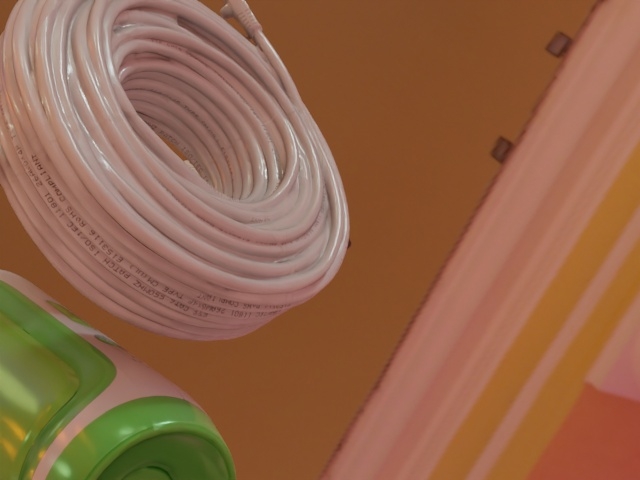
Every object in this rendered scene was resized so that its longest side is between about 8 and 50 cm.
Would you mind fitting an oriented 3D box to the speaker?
[{"bbox_3d":[-0.179,0.110,0.686,0.131,0.296,0.131,-15,-65,-35],"label":"speaker"}]

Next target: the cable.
[{"bbox_3d":[-0.094,-0.059,0.678,0.089,0.257,0.257,-38,-99,31],"label":"cable"}]

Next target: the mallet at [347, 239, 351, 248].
[{"bbox_3d":[0.000,0.000,1.158,0.062,0.189,0.039,-37,-86,4],"label":"mallet"}]

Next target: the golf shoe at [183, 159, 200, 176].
[{"bbox_3d":[-0.171,-0.057,1.210,0.086,0.176,0.069,-41,-59,-29],"label":"golf shoe"}]
